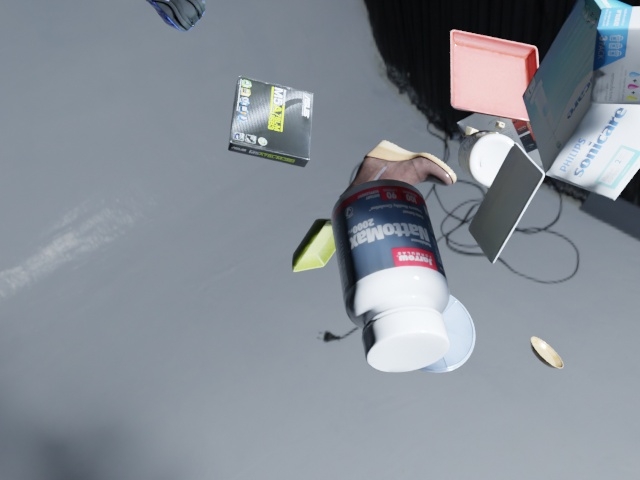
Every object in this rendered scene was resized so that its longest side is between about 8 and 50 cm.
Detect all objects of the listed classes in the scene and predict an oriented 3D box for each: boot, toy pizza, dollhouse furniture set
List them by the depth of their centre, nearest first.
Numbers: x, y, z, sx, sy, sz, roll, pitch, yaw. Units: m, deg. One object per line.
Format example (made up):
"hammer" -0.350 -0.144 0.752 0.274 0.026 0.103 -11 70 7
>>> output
"toy pizza" 0.239 0.195 1.356 0.201 0.032 0.201 4 58 -7
"boot" 0.197 -0.136 1.586 0.248 0.090 0.207 27 74 27
"dollhouse furniture set" 0.489 -0.335 1.905 0.114 0.091 0.081 18 0 -18

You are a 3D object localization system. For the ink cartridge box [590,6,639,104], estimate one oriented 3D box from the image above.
"ink cartridge box" 0.429 -0.222 0.746 0.181 0.104 0.061 8 45 26

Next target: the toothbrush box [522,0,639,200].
"toothbrush box" 0.445 -0.243 0.989 0.126 0.216 0.295 20 36 -4

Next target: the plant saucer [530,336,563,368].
"plant saucer" 0.462 0.234 1.274 0.083 0.015 0.083 30 25 -16

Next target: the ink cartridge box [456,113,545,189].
"ink cartridge box" 0.633 -0.323 1.954 0.130 0.272 0.309 -24 1 -44

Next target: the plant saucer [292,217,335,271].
"plant saucer" 0.000 0.000 1.814 0.045 0.188 0.188 42 21 21

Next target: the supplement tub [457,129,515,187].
"supplement tub" 0.461 -0.230 1.719 0.144 0.144 0.199 -8 14 4

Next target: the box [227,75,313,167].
"box" -0.112 -0.275 1.426 0.184 0.045 0.190 10 64 -14

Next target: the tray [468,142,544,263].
"tray" 0.455 -0.088 1.509 0.030 0.270 0.145 4 38 -21

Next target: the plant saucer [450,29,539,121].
"plant saucer" 0.470 -0.439 1.692 0.258 0.048 0.259 8 67 -8

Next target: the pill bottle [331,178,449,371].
"pill bottle" 0.073 0.036 0.637 0.108 0.108 0.180 -10 53 2

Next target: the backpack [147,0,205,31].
"backpack" -0.298 -0.495 1.258 0.098 0.120 0.101 -49 44 -2
